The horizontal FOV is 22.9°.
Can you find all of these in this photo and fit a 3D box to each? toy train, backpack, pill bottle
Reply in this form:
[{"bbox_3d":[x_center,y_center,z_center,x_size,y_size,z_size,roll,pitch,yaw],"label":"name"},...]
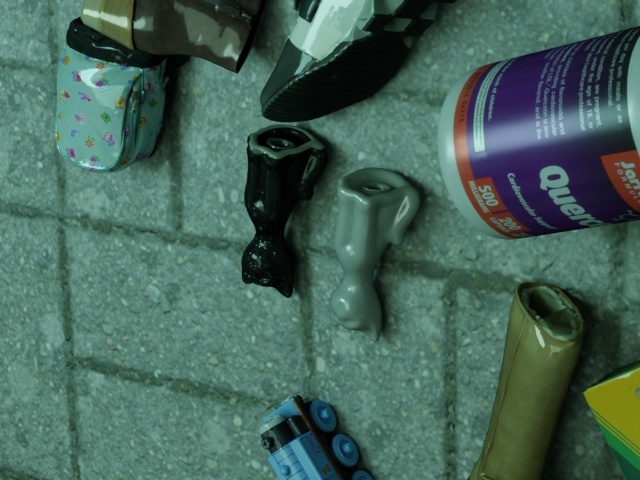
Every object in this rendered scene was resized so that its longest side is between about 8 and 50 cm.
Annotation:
[{"bbox_3d":[-0.006,0.272,1.883,0.080,0.105,0.184,-37,80,36],"label":"toy train"},{"bbox_3d":[-0.259,-0.176,1.942,0.152,0.115,0.182,22,117,27],"label":"backpack"},{"bbox_3d":[0.281,-0.106,1.508,0.323,0.181,0.181,-10,96,44],"label":"pill bottle"}]

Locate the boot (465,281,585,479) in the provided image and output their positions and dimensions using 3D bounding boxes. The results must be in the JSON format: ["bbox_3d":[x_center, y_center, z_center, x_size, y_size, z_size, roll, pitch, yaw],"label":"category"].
[{"bbox_3d":[0.222,0.213,1.654,0.236,0.089,0.269,-118,37,-59],"label":"boot"}]

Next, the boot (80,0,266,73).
[{"bbox_3d":[-0.152,-0.332,1.849,0.207,0.090,0.248,16,86,8],"label":"boot"}]

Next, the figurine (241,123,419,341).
[{"bbox_3d":[0.000,0.000,1.829,0.215,0.092,0.209,27,124,27],"label":"figurine"}]

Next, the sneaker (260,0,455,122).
[{"bbox_3d":[0.035,-0.259,1.721,0.330,0.122,0.146,-43,59,37],"label":"sneaker"}]

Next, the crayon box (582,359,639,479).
[{"bbox_3d":[0.420,0.166,1.562,0.278,0.081,0.165,-30,84,37],"label":"crayon box"}]
